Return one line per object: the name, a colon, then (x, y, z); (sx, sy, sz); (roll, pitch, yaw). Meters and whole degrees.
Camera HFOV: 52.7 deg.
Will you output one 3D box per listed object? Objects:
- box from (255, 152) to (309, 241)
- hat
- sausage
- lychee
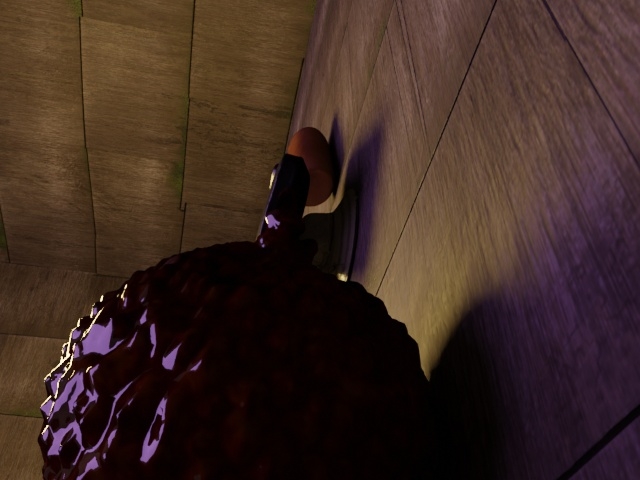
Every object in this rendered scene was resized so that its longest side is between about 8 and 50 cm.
box: (-0.088, -0.028, 1.383); (0.289, 0.073, 0.290); (36, -111, -87)
hat: (0.000, 0.000, 1.372); (0.252, 0.109, 0.252); (-172, 90, -83)
sausage: (-0.027, -0.202, 1.696); (0.304, 0.121, 0.121); (-98, 18, -59)
lychee: (-0.076, 0.186, 0.684); (0.424, 0.424, 0.500); (178, 101, -81)
